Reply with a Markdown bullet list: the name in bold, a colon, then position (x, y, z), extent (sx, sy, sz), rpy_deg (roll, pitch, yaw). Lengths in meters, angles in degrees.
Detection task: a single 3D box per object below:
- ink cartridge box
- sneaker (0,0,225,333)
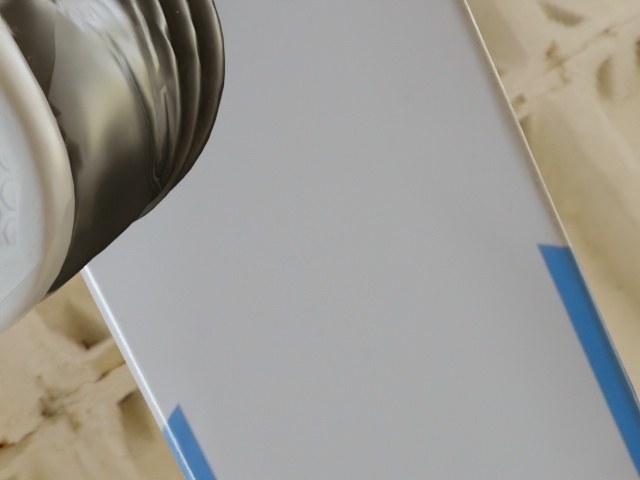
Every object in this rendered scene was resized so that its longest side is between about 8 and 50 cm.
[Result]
- **ink cartridge box**: position (0.000, 0.000, 0.747), extent (0.166, 0.395, 0.285), rpy_deg (-25, -78, 0)
- **sneaker**: position (-0.127, -0.112, 0.409), extent (0.295, 0.104, 0.147), rpy_deg (61, -163, 3)
